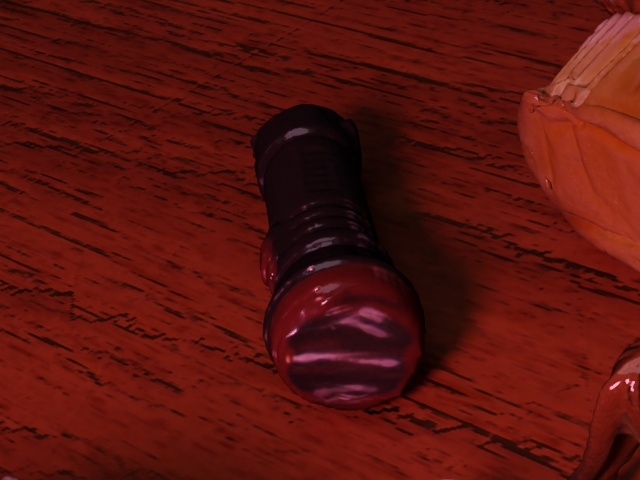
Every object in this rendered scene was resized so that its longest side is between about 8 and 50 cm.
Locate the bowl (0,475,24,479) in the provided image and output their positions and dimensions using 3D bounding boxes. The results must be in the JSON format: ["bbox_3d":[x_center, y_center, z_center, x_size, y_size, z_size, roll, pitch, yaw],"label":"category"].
[{"bbox_3d":[-0.195,0.267,0.871,0.313,0.146,0.313,-18,36,14],"label":"bowl"}]

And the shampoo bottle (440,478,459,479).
[{"bbox_3d":[0.077,0.172,0.905,0.077,0.045,0.152,-31,34,-10],"label":"shampoo bottle"}]

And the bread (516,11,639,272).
[{"bbox_3d":[0.201,-0.046,1.026,0.190,0.132,0.114,22,59,42],"label":"bread"}]

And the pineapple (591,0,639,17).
[{"bbox_3d":[0.252,-0.136,1.120,0.158,0.158,0.279,-30,47,-4],"label":"pineapple"}]

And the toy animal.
[{"bbox_3d":[0.198,0.059,0.923,0.241,0.099,0.057,-26,35,0],"label":"toy animal"}]

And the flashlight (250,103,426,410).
[{"bbox_3d":[0.000,0.000,1.133,0.093,0.093,0.232,-23,33,4],"label":"flashlight"}]
